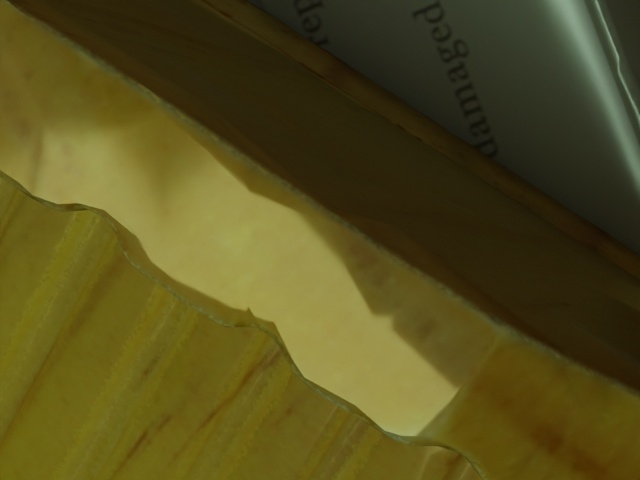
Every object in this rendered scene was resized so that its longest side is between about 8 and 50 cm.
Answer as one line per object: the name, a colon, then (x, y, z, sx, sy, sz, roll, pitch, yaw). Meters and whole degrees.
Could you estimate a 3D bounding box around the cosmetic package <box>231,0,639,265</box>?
cosmetic package: (0.000, 0.000, 0.842, 0.393, 0.329, 0.327, -20, 99, 25)

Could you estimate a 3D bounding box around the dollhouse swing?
dollhouse swing: (-0.082, 0.045, 0.537, 0.347, 0.305, 0.315, 34, 113, 7)
